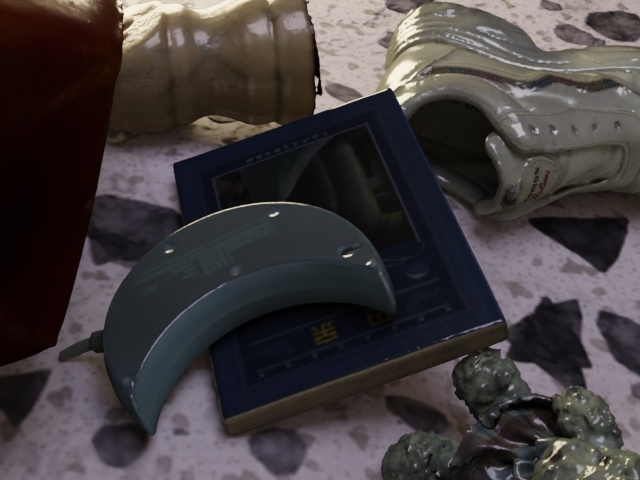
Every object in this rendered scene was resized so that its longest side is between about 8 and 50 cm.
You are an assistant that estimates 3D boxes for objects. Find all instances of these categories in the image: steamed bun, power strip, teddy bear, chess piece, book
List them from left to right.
[{"bbox_3d":[-0.257,-0.092,0.609,0.248,0.235,0.379,12,20,-17],"label":"steamed bun"},{"bbox_3d":[-0.155,-0.144,0.871,0.300,0.137,0.137,-7,43,-8],"label":"chess piece"},{"bbox_3d":[-0.067,0.043,0.669,0.216,0.044,0.137,-25,44,-7],"label":"power strip"},{"bbox_3d":[0.000,0.000,0.738,0.190,0.025,0.269,-20,44,2],"label":"book"},{"bbox_3d":[0.136,0.151,0.589,0.133,0.111,0.213,-46,27,-13],"label":"teddy bear"}]

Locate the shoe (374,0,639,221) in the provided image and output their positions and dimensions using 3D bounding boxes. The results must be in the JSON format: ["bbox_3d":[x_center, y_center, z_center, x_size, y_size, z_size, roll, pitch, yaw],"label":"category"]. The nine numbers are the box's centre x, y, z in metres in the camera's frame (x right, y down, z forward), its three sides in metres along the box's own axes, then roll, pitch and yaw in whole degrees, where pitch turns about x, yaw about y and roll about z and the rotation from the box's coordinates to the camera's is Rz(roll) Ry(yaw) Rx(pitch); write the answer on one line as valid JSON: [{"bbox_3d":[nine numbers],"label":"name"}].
[{"bbox_3d":[0.196,-0.082,0.883,0.342,0.132,0.210,18,43,11],"label":"shoe"}]
